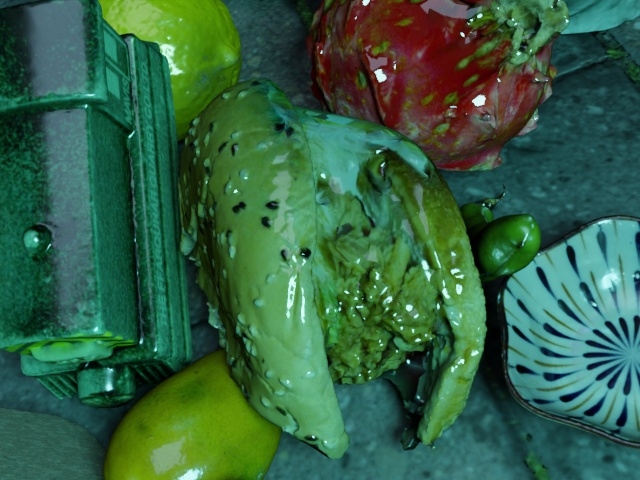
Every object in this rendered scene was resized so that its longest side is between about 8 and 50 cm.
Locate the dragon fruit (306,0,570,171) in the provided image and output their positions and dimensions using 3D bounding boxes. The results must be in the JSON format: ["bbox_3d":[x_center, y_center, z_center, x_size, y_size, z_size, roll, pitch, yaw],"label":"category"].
[{"bbox_3d":[0.099,-0.151,0.796,0.268,0.205,0.210,-2,64,62],"label":"dragon fruit"}]

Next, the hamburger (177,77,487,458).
[{"bbox_3d":[0.000,0.000,0.698,0.168,0.192,0.288,-8,42,-19],"label":"hamburger"}]

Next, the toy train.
[{"bbox_3d":[-0.195,-0.035,0.766,0.139,0.178,0.330,-9,76,9],"label":"toy train"}]

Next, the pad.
[{"bbox_3d":[-0.217,0.154,0.627,0.176,0.266,0.002,37,99,38],"label":"pad"}]

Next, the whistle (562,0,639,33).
[{"bbox_3d":[0.309,-0.358,0.955,0.405,0.168,0.188,-31,47,-10],"label":"whistle"}]

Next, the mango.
[{"bbox_3d":[-0.083,0.140,0.695,0.111,0.089,0.163,29,54,34],"label":"mango"}]

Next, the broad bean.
[{"bbox_3d":[0.126,-0.004,0.721,0.039,0.227,0.069,30,100,-3],"label":"broad bean"}]

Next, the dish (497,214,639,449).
[{"bbox_3d":[0.216,0.074,0.674,0.191,0.066,0.190,-8,50,10],"label":"dish"}]

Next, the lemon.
[{"bbox_3d":[-0.171,-0.179,0.948,0.193,0.180,0.180,15,53,1],"label":"lemon"}]
